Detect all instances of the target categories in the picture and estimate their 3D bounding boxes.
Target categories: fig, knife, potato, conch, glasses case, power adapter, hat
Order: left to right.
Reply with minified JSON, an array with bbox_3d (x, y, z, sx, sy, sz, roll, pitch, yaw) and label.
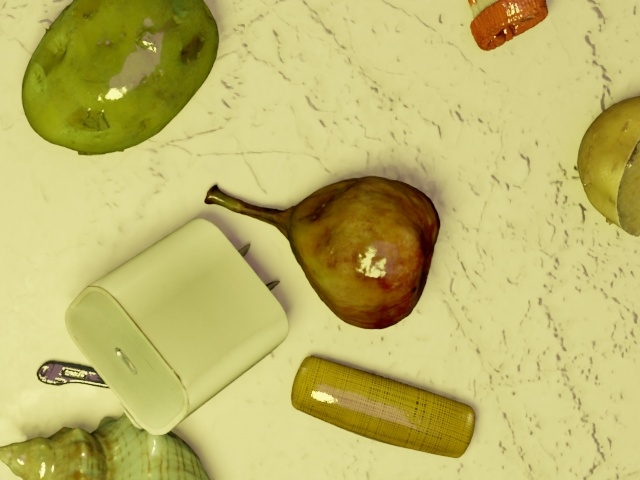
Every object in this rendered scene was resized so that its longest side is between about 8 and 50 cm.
[{"bbox_3d":[-0.288,0.170,1.903,0.121,0.018,0.031,11,83,-7],"label":"knife"},{"bbox_3d":[-0.239,-0.209,1.842,0.253,0.148,0.186,-28,78,3],"label":"potato"},{"bbox_3d":[-0.197,0.307,1.831,0.386,0.169,0.203,16,63,-6],"label":"conch"},{"bbox_3d":[-0.147,0.085,1.833,0.187,0.124,0.255,52,48,4],"label":"power adapter"},{"bbox_3d":[0.015,-0.025,1.865,0.290,0.190,0.190,42,87,12],"label":"fig"},{"bbox_3d":[0.078,0.210,1.920,0.234,0.064,0.079,18,82,-5],"label":"glasses case"},{"bbox_3d":[0.215,-0.330,1.919,0.093,0.112,0.162,-18,82,-33],"label":"hat"},{"bbox_3d":[0.388,-0.116,1.922,0.117,0.182,0.202,29,78,37],"label":"potato"}]
